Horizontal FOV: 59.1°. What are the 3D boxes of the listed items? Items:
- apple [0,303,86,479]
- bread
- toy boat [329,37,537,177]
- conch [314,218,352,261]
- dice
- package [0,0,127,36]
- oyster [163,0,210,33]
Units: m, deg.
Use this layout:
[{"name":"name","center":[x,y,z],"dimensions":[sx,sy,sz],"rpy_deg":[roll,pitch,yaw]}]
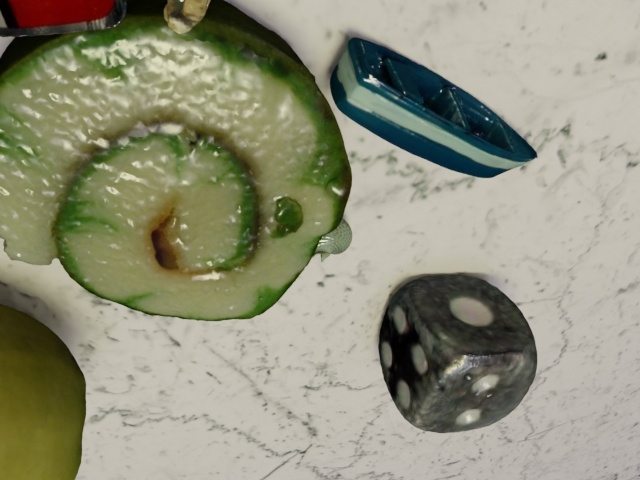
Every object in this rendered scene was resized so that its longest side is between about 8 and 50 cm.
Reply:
[{"name":"apple","center":[-0.406,0.180,0.629],"dimensions":[0.257,0.295,0.234],"rpy_deg":[8,90,-45]},{"name":"bread","center":[-0.162,-0.060,0.585],"dimensions":[0.381,0.129,0.367],"rpy_deg":[-9,131,-10]},{"name":"toy boat","center":[0.141,-0.133,0.648],"dimensions":[0.299,0.096,0.062],"rpy_deg":[17,133,-32]},{"name":"conch","center":[-0.001,-0.004,0.727],"dimensions":[0.076,0.085,0.057],"rpy_deg":[-12,95,28]},{"name":"dice","center":[0.201,0.170,0.860],"dimensions":[0.181,0.182,0.183],"rpy_deg":[0,128,-16]},{"name":"package","center":[-0.288,-0.236,0.398],"dimensions":[0.269,0.071,0.194],"rpy_deg":[-12,103,-17]},{"name":"oyster","center":[-0.119,-0.251,0.406],"dimensions":[0.081,0.191,0.163],"rpy_deg":[-3,-179,29]}]
